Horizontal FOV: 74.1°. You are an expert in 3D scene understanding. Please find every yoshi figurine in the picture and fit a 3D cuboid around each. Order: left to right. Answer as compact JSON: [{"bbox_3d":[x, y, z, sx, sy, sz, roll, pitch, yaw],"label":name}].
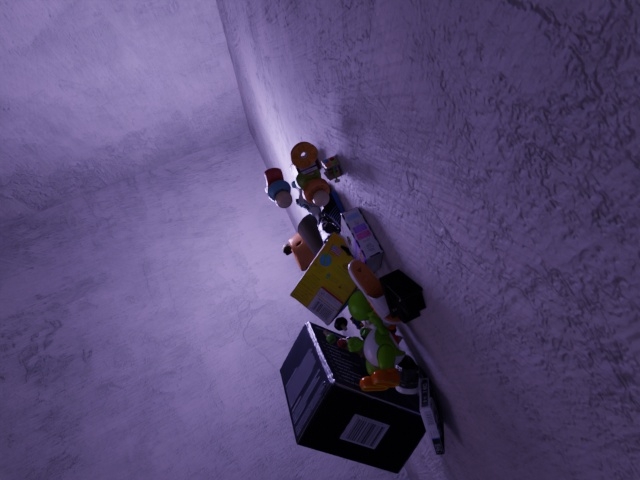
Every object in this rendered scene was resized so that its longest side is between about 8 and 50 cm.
[{"bbox_3d":[0.171,0.325,1.482,0.203,0.203,0.363,49,-145,-53],"label":"yoshi figurine"}]

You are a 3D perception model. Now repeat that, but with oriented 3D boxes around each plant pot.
[{"bbox_3d":[-0.057,0.047,2.463,0.291,0.203,0.291,158,90,-82],"label":"plant pot"}]

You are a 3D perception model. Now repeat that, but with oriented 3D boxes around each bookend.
[{"bbox_3d":[0.258,0.192,1.284,0.156,0.072,0.157,-133,21,-66],"label":"bookend"}]

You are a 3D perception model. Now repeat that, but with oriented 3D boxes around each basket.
[{"bbox_3d":[0.000,0.000,2.177,0.227,0.154,0.204,57,168,32],"label":"basket"}]

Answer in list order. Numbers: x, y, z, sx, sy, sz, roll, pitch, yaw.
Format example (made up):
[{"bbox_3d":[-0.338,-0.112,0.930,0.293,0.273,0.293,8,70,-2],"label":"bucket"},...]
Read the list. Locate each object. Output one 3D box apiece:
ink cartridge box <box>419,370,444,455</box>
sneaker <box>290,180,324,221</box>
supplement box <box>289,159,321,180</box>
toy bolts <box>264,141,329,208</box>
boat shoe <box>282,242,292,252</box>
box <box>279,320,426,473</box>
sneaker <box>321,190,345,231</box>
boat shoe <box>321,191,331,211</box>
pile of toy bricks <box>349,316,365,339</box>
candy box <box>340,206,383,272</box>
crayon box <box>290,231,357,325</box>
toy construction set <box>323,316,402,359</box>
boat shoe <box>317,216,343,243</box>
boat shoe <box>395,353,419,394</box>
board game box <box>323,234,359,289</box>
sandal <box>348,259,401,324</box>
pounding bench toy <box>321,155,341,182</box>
[{"bbox_3d":[0.396,0.605,1.512,0.208,0.045,0.207,-62,-45,-66],"label":"ink cartridge box"},{"bbox_3d":[-0.059,-0.186,2.113,0.110,0.122,0.283,126,120,-81],"label":"sneaker"},{"bbox_3d":[-0.071,-0.320,1.880,0.188,0.104,0.081,-174,61,-81],"label":"supplement box"},{"bbox_3d":[-0.078,-0.206,1.479,0.219,0.228,0.159,87,160,-45],"label":"toy bolts"},{"bbox_3d":[-0.196,0.044,2.442,0.048,0.056,0.153,60,178,16],"label":"boat shoe"},{"bbox_3d":[0.124,0.638,1.781,0.479,0.298,0.472,26,-169,-19],"label":"box"},{"bbox_3d":[0.061,-0.089,1.713,0.081,0.090,0.233,88,158,-68],"label":"sneaker"},{"bbox_3d":[0.034,-0.152,1.810,0.060,0.064,0.178,-148,39,-77],"label":"boat shoe"},{"bbox_3d":[0.242,0.408,1.961,0.212,0.118,0.105,50,-162,6],"label":"pile of toy bricks"},{"bbox_3d":[0.144,0.006,1.515,0.165,0.070,0.196,84,160,-65],"label":"candy box"},{"bbox_3d":[0.050,0.148,1.679,0.202,0.319,0.081,38,-166,10],"label":"crayon box"},{"bbox_3d":[0.224,0.410,1.724,0.237,0.257,0.309,39,175,47],"label":"toy construction set"},{"bbox_3d":[0.042,-0.057,1.916,0.301,0.108,0.102,-122,11,-77],"label":"boat shoe"},{"bbox_3d":[0.319,0.475,1.593,0.302,0.114,0.092,-103,16,-86],"label":"boat shoe"},{"bbox_3d":[0.114,0.099,1.779,0.164,0.042,0.244,15,137,36],"label":"board game box"},{"bbox_3d":[0.196,0.167,1.394,0.265,0.102,0.076,48,148,-3],"label":"sandal"},{"bbox_3d":[0.045,-0.251,1.507,0.065,0.052,0.083,76,168,-46],"label":"pounding bench toy"}]
